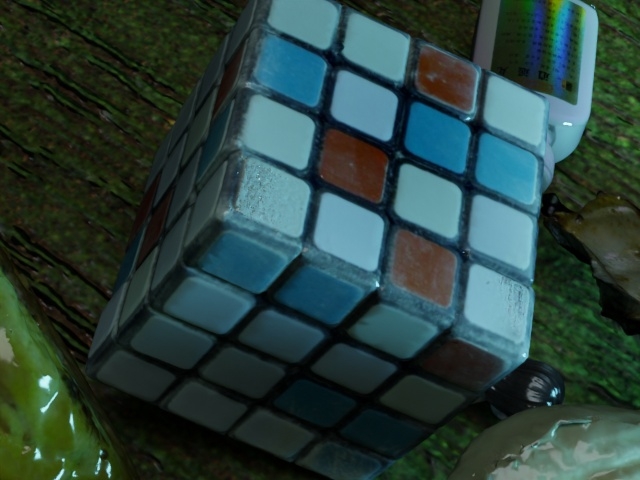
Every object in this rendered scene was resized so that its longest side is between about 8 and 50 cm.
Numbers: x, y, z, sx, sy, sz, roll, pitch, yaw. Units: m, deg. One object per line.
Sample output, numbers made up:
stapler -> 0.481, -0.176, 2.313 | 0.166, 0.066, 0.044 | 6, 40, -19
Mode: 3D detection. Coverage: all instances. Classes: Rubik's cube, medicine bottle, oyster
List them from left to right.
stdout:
Rubik's cube -> 0.001, 0.000, 1.289 | 0.256, 0.259, 0.253 | 24, 49, -15
medicine bottle -> 0.193, -0.139, 1.563 | 0.115, 0.078, 0.219 | 13, 53, -1
oyster -> 0.322, 0.039, 1.374 | 0.221, 0.096, 0.361 | -8, 21, -6

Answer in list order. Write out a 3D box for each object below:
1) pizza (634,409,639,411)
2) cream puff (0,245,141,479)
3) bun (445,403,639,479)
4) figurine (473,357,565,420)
pizza -> 0.405, 0.176, 1.280 | 0.287, 0.280, 0.075 | 17, 73, -35
cream puff -> -0.296, 0.128, 1.190 | 0.257, 0.291, 0.324 | -32, 82, -3
bun -> 0.197, 0.294, 1.167 | 0.359, 0.211, 0.360 | 4, 66, -9
figurine -> 0.139, 0.121, 1.380 | 0.129, 0.054, 0.072 | 19, 58, 9
